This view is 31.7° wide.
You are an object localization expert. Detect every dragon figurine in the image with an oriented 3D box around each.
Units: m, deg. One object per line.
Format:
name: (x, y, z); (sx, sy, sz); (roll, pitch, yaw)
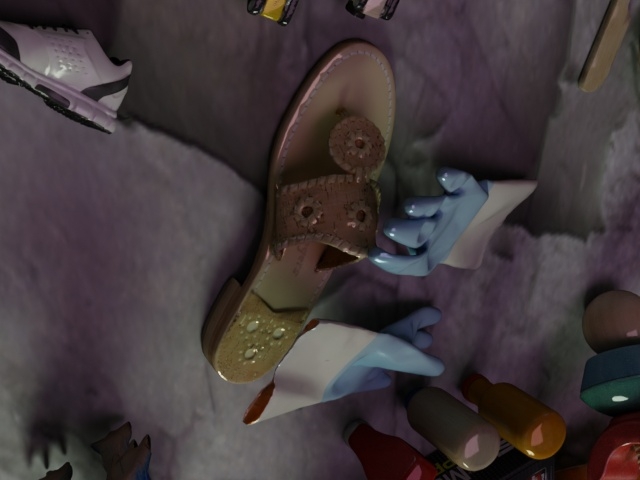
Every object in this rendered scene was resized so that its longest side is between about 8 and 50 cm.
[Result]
dragon figurine: (-0.105, 0.196, 0.678); (0.085, 0.289, 0.144); (-33, 96, -16)

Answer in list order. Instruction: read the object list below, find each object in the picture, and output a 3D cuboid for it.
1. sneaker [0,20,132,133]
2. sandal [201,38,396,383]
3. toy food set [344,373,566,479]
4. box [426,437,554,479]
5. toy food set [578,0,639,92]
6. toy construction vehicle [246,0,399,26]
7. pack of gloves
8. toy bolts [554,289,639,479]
sneaker: (-0.141, -0.095, 0.568); (0.109, 0.040, 0.043); (30, 84, -48)
sandal: (0.005, 0.001, 0.705); (0.088, 0.079, 0.240); (11, 113, -40)
toy food set: (0.069, 0.195, 0.859); (0.111, 0.104, 0.232); (36, 87, -28)
box: (0.107, 0.303, 1.006); (0.216, 0.060, 0.270); (-26, 132, -20)
toy food set: (0.286, -0.152, 0.831); (0.192, 0.038, 0.132); (-3, 121, -35)
toy construction vehicle: (0.008, -0.164, 0.630); (0.086, 0.035, 0.098); (12, 110, -29)
pack of gloves: (0.069, 0.044, 0.747); (0.195, 0.046, 0.232); (-54, 160, 15)
toy bolts: (0.278, 0.135, 0.999); (0.218, 0.158, 0.228); (-19, 158, 31)
